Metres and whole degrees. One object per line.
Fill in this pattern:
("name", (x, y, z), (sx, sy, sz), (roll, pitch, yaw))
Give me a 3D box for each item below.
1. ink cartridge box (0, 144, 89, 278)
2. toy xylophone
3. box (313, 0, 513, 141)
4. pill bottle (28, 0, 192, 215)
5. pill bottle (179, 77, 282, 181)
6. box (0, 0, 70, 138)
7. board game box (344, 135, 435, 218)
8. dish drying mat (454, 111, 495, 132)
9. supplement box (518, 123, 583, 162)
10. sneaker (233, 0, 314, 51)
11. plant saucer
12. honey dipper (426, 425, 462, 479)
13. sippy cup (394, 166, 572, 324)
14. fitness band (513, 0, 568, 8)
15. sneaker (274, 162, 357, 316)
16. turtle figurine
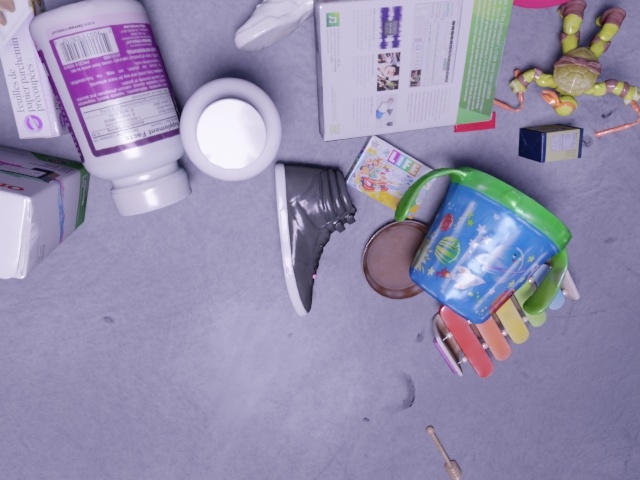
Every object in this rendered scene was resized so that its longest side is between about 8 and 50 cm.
("ink cartridge box", (-0.486, -0.060, 0.728), (0.201, 0.278, 0.117), (12, 105, -13))
("toy xylophone", (0.361, 0.128, 1.036), (0.322, 0.081, 0.236), (-42, 108, 4))
("box", (0.152, -0.301, 0.843), (0.321, 0.059, 0.233), (-7, 130, -6))
("pill bottle", (-0.309, -0.199, 0.775), (0.169, 0.169, 0.302), (-16, 109, -5))
("pill bottle", (-0.136, -0.174, 0.760), (0.146, 0.264, 0.147), (-3, 107, -8))
("box", (-0.460, -0.325, 0.765), (0.062, 0.067, 0.325), (-6, 107, -8))
("board game box", (0.135, -0.121, 0.949), (0.154, 0.026, 0.104), (26, 100, -16))
("dish drying mat", (0.298, -0.228, 0.955), (0.083, 0.008, 0.032), (-8, 109, -8))
("supplement box", (0.441, -0.188, 0.951), (0.083, 0.083, 0.056), (-8, 110, -7))
("sneaker", (-0.066, -0.397, 0.814), (0.212, 0.080, 0.094), (-36, 98, -5))
("plant saucer", (0.163, 0.038, 1.002), (0.168, 0.029, 0.169), (-3, 108, -9))
("honey dipper", (0.289, 0.499, 1.167), (0.030, 0.030, 0.161), (-29, 105, 0))
("sippy cup", (0.286, 0.021, 0.904), (0.305, 0.240, 0.224), (37, 95, 23))
("fitness band", (0.368, -0.486, 0.769), (0.208, 0.054, 0.291), (-14, 154, 13))
("sneaker", (0.000, 0.000, 0.920), (0.146, 0.104, 0.296), (-6, 103, -3))
("turtle figurine", (0.444, -0.314, 0.885), (0.269, 0.087, 0.218), (15, 86, 23))
